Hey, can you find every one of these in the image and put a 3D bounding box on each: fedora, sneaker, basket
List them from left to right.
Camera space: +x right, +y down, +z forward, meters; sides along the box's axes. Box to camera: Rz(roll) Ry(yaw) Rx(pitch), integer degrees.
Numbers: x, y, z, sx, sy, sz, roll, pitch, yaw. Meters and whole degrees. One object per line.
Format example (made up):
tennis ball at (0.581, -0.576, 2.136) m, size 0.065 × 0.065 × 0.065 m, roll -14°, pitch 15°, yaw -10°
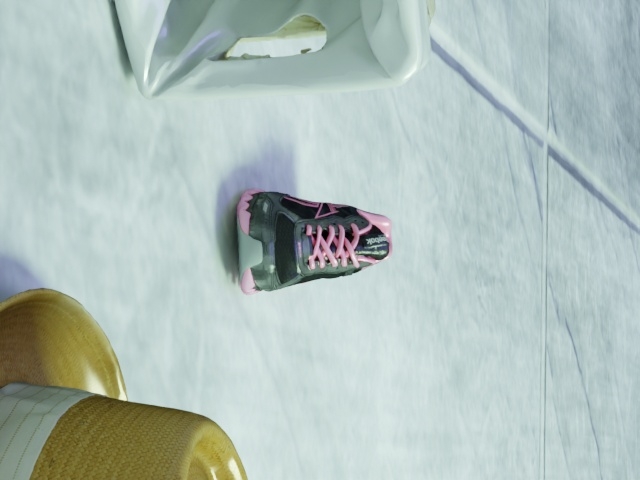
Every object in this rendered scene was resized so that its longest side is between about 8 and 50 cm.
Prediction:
fedora at (-0.066, 0.112, 0.616) m, size 0.194 × 0.079 × 0.194 m, roll 0°, pitch 90°, yaw -73°
basket at (-0.019, -0.148, 0.731) m, size 0.103 × 0.113 × 0.167 m, roll -68°, pitch 152°, yaw -60°
sneaker at (0.000, 0.000, 0.875) m, size 0.119 × 0.057 × 0.047 m, roll -13°, pitch 104°, yaw -71°
